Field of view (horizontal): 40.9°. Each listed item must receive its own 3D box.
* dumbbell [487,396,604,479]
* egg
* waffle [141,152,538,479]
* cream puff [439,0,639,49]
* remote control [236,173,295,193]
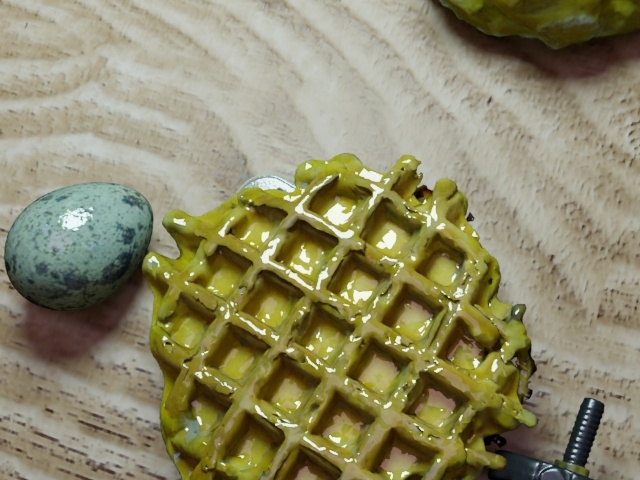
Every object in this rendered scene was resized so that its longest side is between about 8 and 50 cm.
[{"bbox_3d":[0.201,0.299,0.791,0.143,0.143,0.325,20,77,13],"label":"dumbbell"},{"bbox_3d":[-0.263,0.003,0.950,0.172,0.132,0.132,-33,71,-17],"label":"egg"},{"bbox_3d":[0.009,0.090,0.851,0.380,0.095,0.382,-18,66,1],"label":"waffle"},{"bbox_3d":[0.251,-0.417,0.942,0.378,0.275,0.378,-2,76,7],"label":"cream puff"},{"bbox_3d":[0.000,0.000,0.965,0.221,0.042,0.078,31,80,16],"label":"remote control"}]
